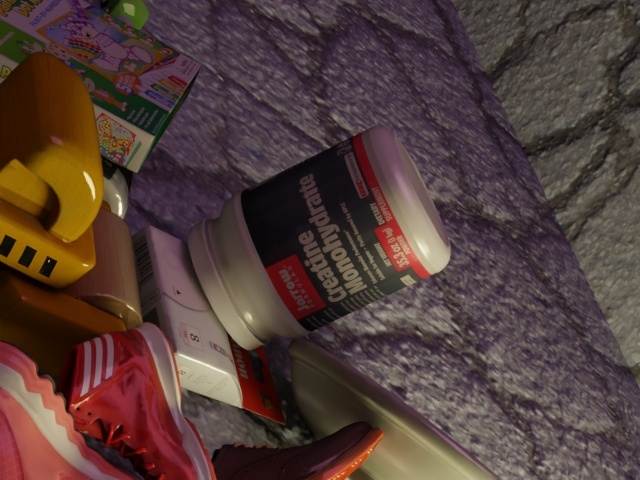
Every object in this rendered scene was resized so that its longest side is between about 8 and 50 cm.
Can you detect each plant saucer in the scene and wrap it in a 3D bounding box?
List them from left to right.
[{"bbox_3d":[0.098,0.273,1.719,0.400,0.100,0.400,38,-9,7],"label":"plant saucer"}]

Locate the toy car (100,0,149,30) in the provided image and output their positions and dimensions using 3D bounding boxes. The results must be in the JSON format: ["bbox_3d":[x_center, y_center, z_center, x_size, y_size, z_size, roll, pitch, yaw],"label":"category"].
[{"bbox_3d":[-0.272,-0.286,1.996,0.239,0.053,0.225,41,27,-26],"label":"toy car"}]

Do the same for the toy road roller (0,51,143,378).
[{"bbox_3d":[-0.271,-0.031,1.420,0.329,0.241,0.202,31,32,-39],"label":"toy road roller"}]

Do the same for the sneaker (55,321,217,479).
[{"bbox_3d":[-0.185,0.194,1.379,0.128,0.087,0.221,-11,72,-35],"label":"sneaker"}]

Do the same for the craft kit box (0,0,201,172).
[{"bbox_3d":[-0.274,-0.197,1.637,0.247,0.061,0.250,25,26,-5],"label":"craft kit box"}]

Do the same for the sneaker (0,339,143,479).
[{"bbox_3d":[-0.250,0.236,1.302,0.314,0.116,0.136,51,52,-19],"label":"sneaker"}]

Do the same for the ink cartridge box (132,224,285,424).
[{"bbox_3d":[-0.123,0.102,1.737,0.232,0.066,0.189,23,37,-41],"label":"ink cartridge box"}]

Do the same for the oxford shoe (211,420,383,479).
[{"bbox_3d":[-0.056,0.237,1.495,0.271,0.097,0.098,-24,70,-30],"label":"oxford shoe"}]

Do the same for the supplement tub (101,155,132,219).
[{"bbox_3d":[-0.269,-0.092,1.661,0.117,0.117,0.190,40,27,-26],"label":"supplement tub"}]

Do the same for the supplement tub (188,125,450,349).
[{"bbox_3d":[0.000,0.000,1.746,0.191,0.272,0.191,61,10,-18],"label":"supplement tub"}]
